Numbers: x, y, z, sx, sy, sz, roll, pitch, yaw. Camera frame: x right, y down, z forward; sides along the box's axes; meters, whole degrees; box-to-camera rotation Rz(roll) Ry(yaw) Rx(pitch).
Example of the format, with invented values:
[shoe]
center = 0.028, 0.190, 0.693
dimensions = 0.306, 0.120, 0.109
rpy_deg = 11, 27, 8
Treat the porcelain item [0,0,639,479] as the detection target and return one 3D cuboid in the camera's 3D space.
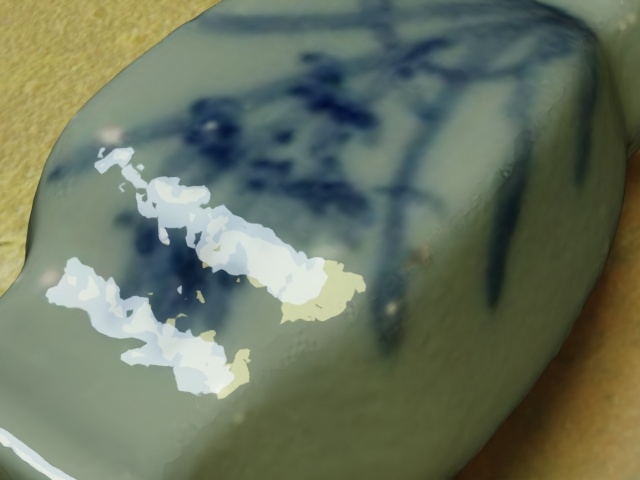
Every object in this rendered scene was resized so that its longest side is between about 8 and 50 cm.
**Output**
[porcelain item]
center = 0.000, 0.000, 0.691
dimensions = 0.242, 0.178, 0.405
rpy_deg = 30, 57, 25
